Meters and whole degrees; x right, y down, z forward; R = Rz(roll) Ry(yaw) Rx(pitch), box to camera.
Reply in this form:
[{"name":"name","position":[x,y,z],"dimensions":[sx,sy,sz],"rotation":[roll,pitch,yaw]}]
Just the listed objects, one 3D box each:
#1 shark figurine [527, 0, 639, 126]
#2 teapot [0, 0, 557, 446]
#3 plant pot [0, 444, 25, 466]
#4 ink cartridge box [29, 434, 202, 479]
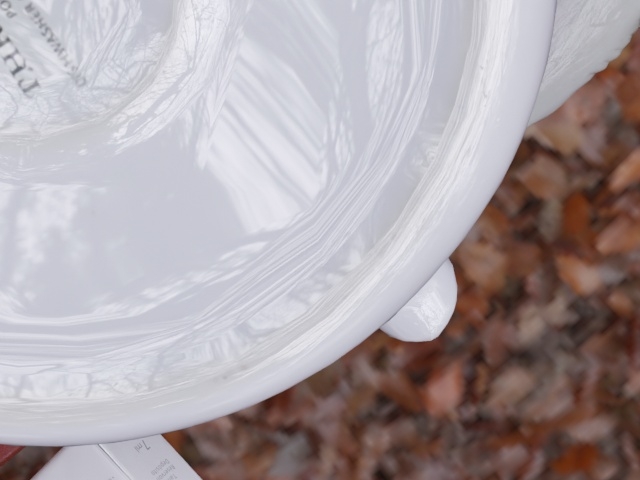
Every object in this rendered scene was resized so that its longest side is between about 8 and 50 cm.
[{"name":"shark figurine","position":[0.095,-0.169,0.631],"dimensions":[0.166,0.116,0.278],"rotation":[-2,82,-5]},{"name":"teapot","position":[-0.066,-0.087,0.467],"dimensions":[0.253,0.187,0.256],"rotation":[9,109,-3]},{"name":"plant pot","position":[-0.315,0.029,1.541],"dimensions":[0.236,0.267,0.267],"rotation":[-25,138,-4]},{"name":"ink cartridge box","position":[-0.163,0.307,1.501],"dimensions":[0.296,0.261,0.066],"rotation":[-44,177,37]}]
